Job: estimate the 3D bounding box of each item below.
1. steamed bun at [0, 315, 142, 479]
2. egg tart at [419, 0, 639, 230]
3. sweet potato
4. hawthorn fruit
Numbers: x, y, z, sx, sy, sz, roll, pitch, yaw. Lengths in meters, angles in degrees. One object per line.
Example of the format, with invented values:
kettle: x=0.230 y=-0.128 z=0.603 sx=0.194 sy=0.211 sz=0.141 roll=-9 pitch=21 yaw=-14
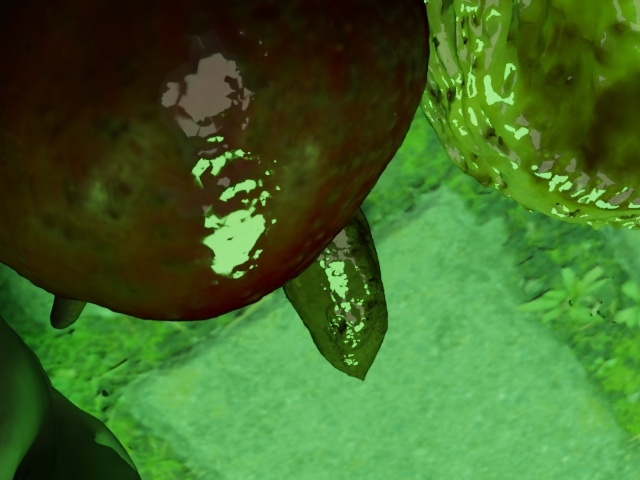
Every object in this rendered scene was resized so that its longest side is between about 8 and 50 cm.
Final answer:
steamed bun: x=-0.201 y=0.186 z=0.722 sx=0.342 sy=0.255 sz=0.368 roll=-55 pitch=146 yaw=-26
egg tart: x=0.163 y=-0.147 z=0.756 sx=0.294 sy=0.116 sz=0.295 roll=-4 pitch=117 yaw=-8
sweet potato: x=0.000 y=0.000 z=0.857 sx=0.060 sy=0.068 sz=0.206 roll=-38 pitch=124 yaw=-18
hawthorn fruit: x=-0.072 y=-0.060 z=0.691 sx=0.215 sy=0.215 sz=0.250 roll=22 pitch=112 yaw=-28
